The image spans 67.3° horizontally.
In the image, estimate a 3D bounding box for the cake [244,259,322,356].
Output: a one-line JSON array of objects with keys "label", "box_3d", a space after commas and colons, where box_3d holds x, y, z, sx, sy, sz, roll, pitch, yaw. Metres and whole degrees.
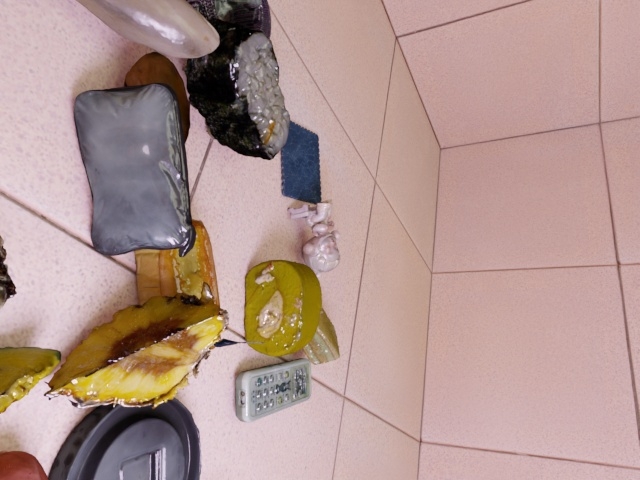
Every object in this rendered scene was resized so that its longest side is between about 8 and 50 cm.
[{"label": "cake", "box_3d": [-0.102, 0.183, 1.311, 0.156, 0.179, 0.260, 11, 75, -61]}]

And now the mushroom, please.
[{"label": "mushroom", "box_3d": [-0.360, -0.449, 0.919, 0.350, 0.128, 0.128, 15, 71, -40]}]

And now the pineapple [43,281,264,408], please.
[{"label": "pineapple", "box_3d": [-0.302, 0.196, 0.889, 0.335, 0.161, 0.158, -32, 124, -12]}]

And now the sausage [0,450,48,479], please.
[{"label": "sausage", "box_3d": [-0.447, 0.434, 0.667, 0.148, 0.148, 0.254, 13, 77, -61]}]

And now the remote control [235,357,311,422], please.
[{"label": "remote control", "box_3d": [-0.126, 0.411, 1.350, 0.335, 0.066, 0.127, 12, 73, -61]}]

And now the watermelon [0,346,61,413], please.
[{"label": "watermelon", "box_3d": [-0.484, 0.231, 0.623, 0.301, 0.129, 0.123, -65, 138, -71]}]

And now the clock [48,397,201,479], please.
[{"label": "clock", "box_3d": [-0.355, 0.451, 0.908, 0.325, 0.067, 0.324, 18, 69, -60]}]

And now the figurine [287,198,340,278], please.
[{"label": "figurine", "box_3d": [-0.011, 0.002, 1.580, 0.182, 0.145, 0.256, -42, 122, -81]}]

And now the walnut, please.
[{"label": "walnut", "box_3d": [-0.335, -0.266, 0.988, 0.137, 0.137, 0.245, -11, 95, -62]}]

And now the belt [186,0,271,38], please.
[{"label": "belt", "box_3d": [-0.242, -0.591, 1.236, 0.325, 0.122, 0.259, -33, 120, -58]}]

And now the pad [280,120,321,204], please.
[{"label": "pad", "box_3d": [-0.063, -0.263, 1.638, 0.270, 0.012, 0.268, 4, 82, -62]}]

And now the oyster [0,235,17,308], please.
[{"label": "oyster", "box_3d": [-0.506, 0.035, 0.616, 0.223, 0.083, 0.214, 35, 35, -33]}]

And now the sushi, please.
[{"label": "sushi", "box_3d": [-0.195, -0.350, 1.173, 0.350, 0.171, 0.210, 69, 39, -57]}]

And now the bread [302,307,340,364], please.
[{"label": "bread", "box_3d": [-0.019, 0.281, 1.504, 0.138, 0.102, 0.196, -99, 165, -56]}]

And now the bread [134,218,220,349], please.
[{"label": "bread", "box_3d": [-0.298, 0.100, 1.022, 0.153, 0.120, 0.287, -9, 93, -66]}]

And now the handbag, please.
[{"label": "handbag", "box_3d": [-0.345, -0.125, 0.899, 0.075, 0.192, 0.331, -149, -128, -86]}]
